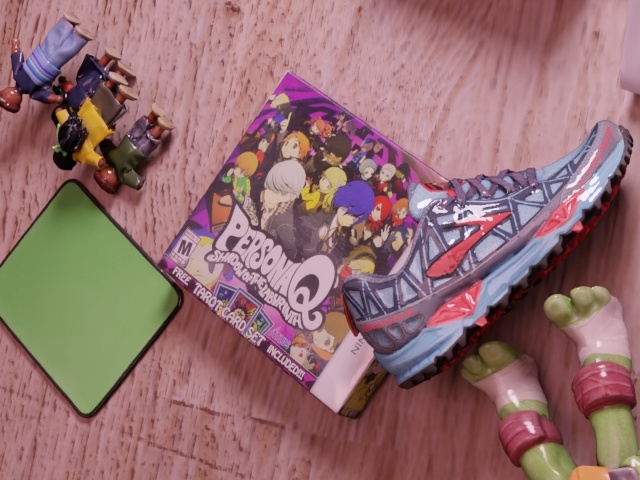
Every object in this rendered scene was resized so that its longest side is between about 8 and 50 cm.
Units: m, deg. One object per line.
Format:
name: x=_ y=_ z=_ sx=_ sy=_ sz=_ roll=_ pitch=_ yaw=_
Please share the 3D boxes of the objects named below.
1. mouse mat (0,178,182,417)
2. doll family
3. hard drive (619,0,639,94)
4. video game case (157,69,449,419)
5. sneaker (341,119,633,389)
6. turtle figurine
mouse mat: x=-0.224 y=0.051 z=1.452 sx=0.189 sy=0.007 sz=0.153 roll=44 pitch=101 yaw=27
doll family: x=-0.226 y=-0.123 z=1.459 sx=0.111 sy=0.076 sz=0.193 roll=-47 pitch=57 yaw=16
hard drive: x=0.364 y=-0.157 z=1.099 sx=0.307 sy=0.040 sz=0.203 roll=23 pitch=131 yaw=30
video game case: x=0.000 y=0.000 z=1.323 sx=0.232 sy=0.042 sz=0.210 roll=38 pitch=96 yaw=29
sneaker: x=0.123 y=-0.012 z=1.192 sx=0.262 sy=0.104 sz=0.125 roll=-44 pitch=83 yaw=-1
turtle figurine: x=0.159 y=0.168 z=1.091 sx=0.274 sy=0.198 sz=0.266 roll=-1 pitch=52 yaw=-13
